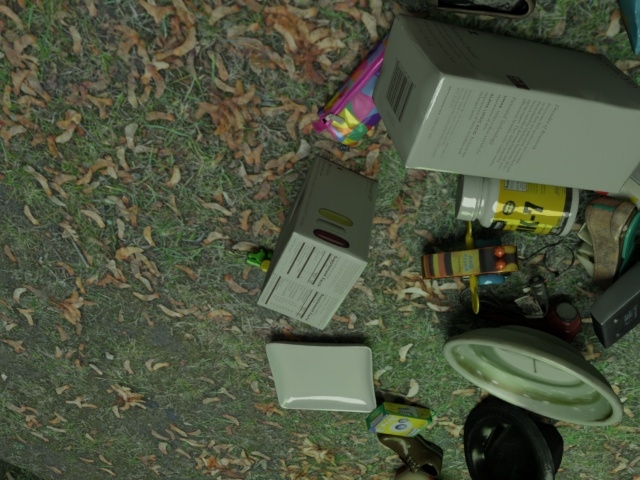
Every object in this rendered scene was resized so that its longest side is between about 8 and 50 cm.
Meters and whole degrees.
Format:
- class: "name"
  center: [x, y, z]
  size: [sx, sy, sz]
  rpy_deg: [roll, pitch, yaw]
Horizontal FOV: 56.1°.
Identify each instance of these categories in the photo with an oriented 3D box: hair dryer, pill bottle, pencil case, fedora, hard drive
- class: "hair dryer"
  center: [0.482, 0.178, 1.385]
  size: [0.224, 0.080, 0.293]
  rpy_deg: [-15, 126, 47]
- class: "pill bottle"
  center: [0.371, -0.077, 1.151]
  size: [0.209, 0.119, 0.119]
  rpy_deg: [7, 130, 5]
- class: "pencil case"
  center: [0.093, -0.267, 1.057]
  size: [0.104, 0.104, 0.236]
  rpy_deg: [35, 123, -17]
- class: "fedora"
  center: [0.531, 0.566, 1.595]
  size: [0.153, 0.334, 0.334]
  rpy_deg: [-7, 136, -27]
- class: "hard drive"
  center: [0.645, 0.097, 1.193]
  size: [0.255, 0.054, 0.172]
  rpy_deg: [-41, 142, 3]

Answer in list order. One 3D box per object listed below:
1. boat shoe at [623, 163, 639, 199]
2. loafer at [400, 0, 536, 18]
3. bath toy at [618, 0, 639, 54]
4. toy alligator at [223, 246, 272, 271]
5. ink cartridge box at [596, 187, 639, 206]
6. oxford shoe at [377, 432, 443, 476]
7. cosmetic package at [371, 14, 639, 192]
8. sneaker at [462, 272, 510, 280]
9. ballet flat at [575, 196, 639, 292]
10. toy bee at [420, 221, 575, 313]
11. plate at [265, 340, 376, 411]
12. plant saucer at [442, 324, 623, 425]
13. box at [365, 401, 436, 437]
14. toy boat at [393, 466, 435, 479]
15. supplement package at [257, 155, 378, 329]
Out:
- class: "boat shoe"
  center: [0.585, -0.072, 0.966]
  size: [0.079, 0.227, 0.081]
  rpy_deg: [2, 127, -41]
- class: "loafer"
  center: [0.207, -0.402, 0.938]
  size: [0.268, 0.084, 0.096]
  rpy_deg: [10, 130, 2]
- class: "bath toy"
  center: [0.623, -0.380, 0.854]
  size: [0.348, 0.129, 0.151]
  rpy_deg: [-13, 159, 21]
- class: "toy alligator"
  center: [-0.129, 0.044, 1.390]
  size: [0.190, 0.056, 0.051]
  rpy_deg: [29, 86, -11]
- class: "ink cartridge box"
  center: [0.587, -0.138, 1.087]
  size: [0.231, 0.078, 0.134]
  rpy_deg: [18, 129, -4]
- class: "oxford shoe"
  center: [0.265, 0.621, 1.756]
  size: [0.227, 0.096, 0.083]
  rpy_deg: [28, 130, -10]
- class: "cosmetic package"
  center: [0.298, -0.208, 0.933]
  size: [0.385, 0.217, 0.156]
  rpy_deg: [2, 131, -17]
- class: "sneaker"
  center: [0.364, 0.071, 1.331]
  size: [0.109, 0.040, 0.043]
  rpy_deg: [5, 146, 11]
- class: "ballet flat"
  center: [0.568, 0.013, 1.193]
  size: [0.106, 0.107, 0.316]
  rpy_deg: [24, 158, 34]
- class: "toy bee"
  center: [0.335, 0.031, 1.219]
  size: [0.298, 0.162, 0.195]
  rpy_deg: [-29, 75, 20]
- class: "plate"
  center: [0.008, 0.362, 1.624]
  size: [0.277, 0.045, 0.278]
  rpy_deg: [-1, 128, 10]
- class: "plant saucer"
  center: [0.484, 0.288, 1.370]
  size: [0.401, 0.100, 0.400]
  rpy_deg: [25, 158, 11]
- class: "box"
  center: [0.229, 0.504, 1.680]
  size: [0.179, 0.043, 0.105]
  rpy_deg: [14, 133, -24]
- class: "toy boat"
  center: [0.342, 0.798, 1.860]
  size: [0.151, 0.151, 0.231]
  rpy_deg: [-48, 66, 36]
- class: "supplement package"
  center: [0.000, 0.000, 1.189]
  size: [0.145, 0.261, 0.204]
  rpy_deg: [23, 129, -8]
